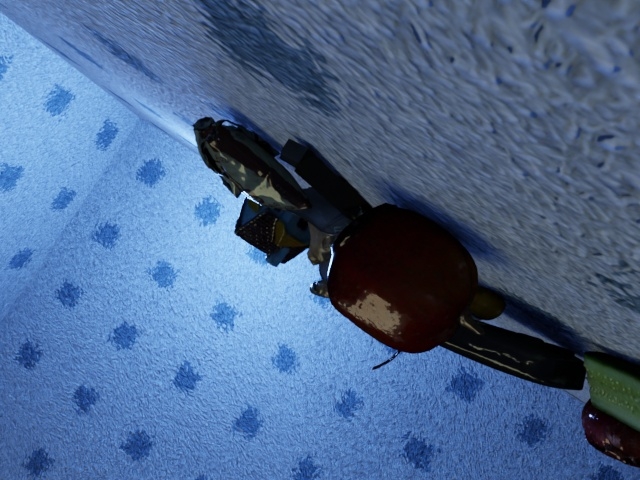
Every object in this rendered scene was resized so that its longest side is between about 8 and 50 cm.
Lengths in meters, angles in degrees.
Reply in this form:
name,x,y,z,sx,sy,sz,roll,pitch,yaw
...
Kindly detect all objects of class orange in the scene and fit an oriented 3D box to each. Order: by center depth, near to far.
name,x,y,z,sx,sy,sz,roll,pitch,yaw
orange,0.332,0.129,1.010,0.086,0.062,0.086,33,175,3

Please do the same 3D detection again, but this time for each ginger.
name,x,y,z,sx,sy,sz,roll,pitch,yaw
ginger,0.002,0.001,1.544,0.074,0.213,0.137,-2,-155,-25

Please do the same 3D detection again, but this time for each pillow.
name,x,y,z,sx,sy,sz,roll,pitch,yaw
pillow,0.003,-0.065,1.043,0.233,0.131,0.038,28,132,42

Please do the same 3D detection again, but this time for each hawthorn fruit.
name,x,y,z,sx,sy,sz,roll,pitch,yaw
hawthorn fruit,0.132,0.060,0.724,0.250,0.215,0.215,27,175,28

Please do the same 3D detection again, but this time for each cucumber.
name,x,y,z,sx,sy,sz,roll,pitch,yaw
cucumber,0.510,0.243,0.755,0.244,0.063,0.115,-145,35,-80

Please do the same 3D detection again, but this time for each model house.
name,x,y,z,sx,sy,sz,roll,pitch,yaw
model house,-0.142,-0.046,1.649,0.281,0.248,0.230,35,177,-40

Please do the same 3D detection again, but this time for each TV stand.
name,x,y,z,sx,sy,sz,roll,pitch,yaw
TV stand,0.019,-0.094,0.853,0.049,0.040,0.256,32,178,35

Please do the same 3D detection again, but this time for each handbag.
name,x,y,z,sx,sy,sz,roll,pitch,yaw
handbag,-0.146,-0.147,0.991,0.235,0.127,0.213,37,178,-32

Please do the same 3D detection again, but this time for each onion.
name,x,y,z,sx,sy,sz,roll,pitch,yaw
onion,0.560,0.315,0.879,0.184,0.184,0.146,-154,50,-76

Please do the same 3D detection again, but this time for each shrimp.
name,x,y,z,sx,sy,sz,roll,pitch,yaw
shrimp,0.142,0.165,1.481,0.361,0.085,0.247,3,168,24

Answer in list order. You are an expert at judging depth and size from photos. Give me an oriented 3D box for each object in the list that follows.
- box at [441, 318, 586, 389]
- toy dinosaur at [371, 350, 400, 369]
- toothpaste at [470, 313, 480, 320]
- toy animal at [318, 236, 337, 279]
name,x,y,z,sx,sy,sz,roll,pitch,yaw
box,0.373,0.227,1.074,0.359,0.090,0.350,15,174,40
toy dinosaur,0.148,0.119,1.190,0.327,0.113,0.206,67,-152,-20
toothpaste,0.251,0.133,1.320,0.372,0.079,0.125,21,173,13
toy animal,0.112,0.100,1.703,0.213,0.212,0.267,32,177,32
